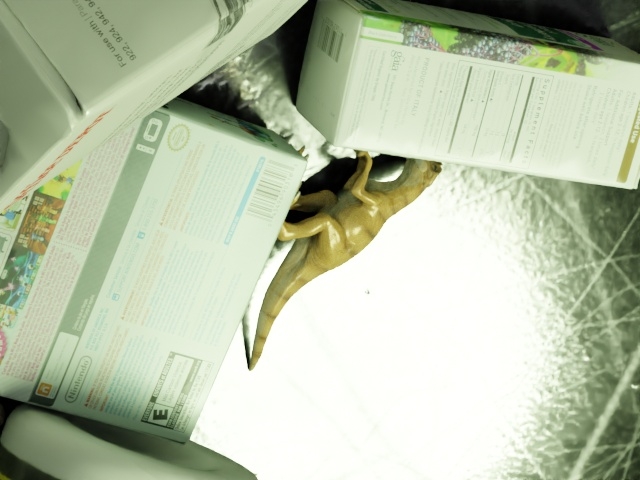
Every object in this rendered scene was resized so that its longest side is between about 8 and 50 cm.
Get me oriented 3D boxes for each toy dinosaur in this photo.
[{"bbox_3d":[0.000,0.000,1.360,0.211,0.064,0.112,-42,118,1],"label":"toy dinosaur"}]

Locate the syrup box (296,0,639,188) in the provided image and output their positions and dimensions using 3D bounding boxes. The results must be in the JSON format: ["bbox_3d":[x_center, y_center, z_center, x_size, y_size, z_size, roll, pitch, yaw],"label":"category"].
[{"bbox_3d":[0.113,-0.106,1.339,0.237,0.093,0.096,6,108,-20],"label":"syrup box"}]

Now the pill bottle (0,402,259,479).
[{"bbox_3d":[-0.175,0.293,1.314,0.188,0.188,0.334,18,92,-23],"label":"pill bottle"}]

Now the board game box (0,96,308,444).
[{"bbox_3d":[-0.194,-0.011,1.274,0.303,0.097,0.224,18,103,-25],"label":"board game box"}]

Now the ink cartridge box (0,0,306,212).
[{"bbox_3d":[-0.110,-0.143,1.123,0.273,0.198,0.115,-38,92,-34],"label":"ink cartridge box"}]

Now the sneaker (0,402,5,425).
[{"bbox_3d":[-0.310,0.111,1.289,0.188,0.066,0.071,21,69,-15],"label":"sneaker"}]
